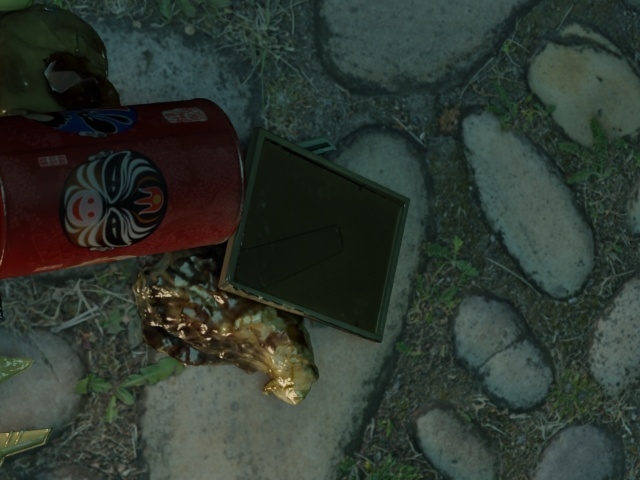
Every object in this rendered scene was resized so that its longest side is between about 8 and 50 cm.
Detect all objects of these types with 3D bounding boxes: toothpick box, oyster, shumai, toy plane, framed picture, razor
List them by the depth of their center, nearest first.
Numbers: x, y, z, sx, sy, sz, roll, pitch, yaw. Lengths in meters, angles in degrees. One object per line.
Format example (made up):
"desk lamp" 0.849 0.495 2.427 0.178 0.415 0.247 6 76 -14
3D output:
"toothpick box" -0.287 -0.070 1.651 0.333 0.204 0.204 -9 96 -35
"toy plane" -0.486 0.248 1.694 0.242 0.104 0.256 26 76 -6
"shumai" -0.360 -0.215 1.706 0.201 0.120 0.201 -2 95 -24
"oyster" -0.131 0.096 1.825 0.271 0.100 0.275 2 96 -7
"framed picture" 0.000 0.000 1.839 0.315 0.024 0.232 24 73 -41
"razor" -0.018 -0.007 1.892 0.111 0.056 0.278 -18 107 -43

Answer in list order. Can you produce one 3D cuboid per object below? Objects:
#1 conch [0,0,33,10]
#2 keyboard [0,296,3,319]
"conch" -0.455 -0.353 1.642 0.250 0.143 0.137 -12 139 -26
"keyboard" -0.523 0.091 1.711 0.195 0.018 0.060 -7 88 -21
